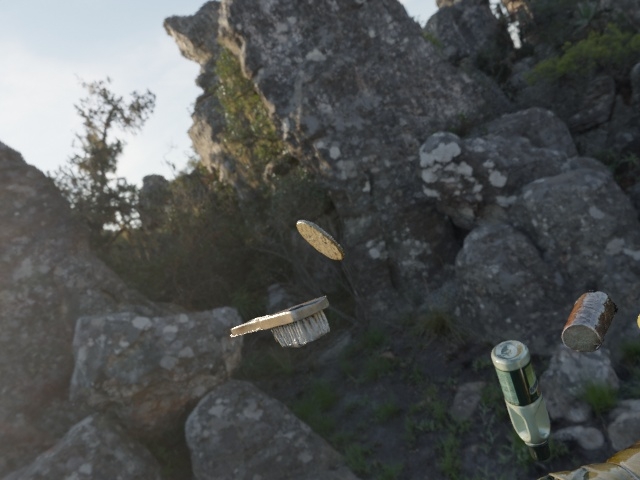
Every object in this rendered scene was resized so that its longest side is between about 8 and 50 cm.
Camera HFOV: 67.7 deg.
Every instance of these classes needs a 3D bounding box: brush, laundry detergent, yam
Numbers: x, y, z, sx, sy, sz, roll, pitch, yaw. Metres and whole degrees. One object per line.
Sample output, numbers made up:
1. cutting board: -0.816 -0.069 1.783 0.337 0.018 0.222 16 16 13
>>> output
1. brush: -0.076 0.152 0.807 0.070 0.065 0.327 -20 -4 -33
2. laundry detergent: 0.390 0.311 0.910 0.070 0.226 0.099 -17 5 12
3. yam: 0.552 0.166 0.979 0.079 0.079 0.141 -20 9 45

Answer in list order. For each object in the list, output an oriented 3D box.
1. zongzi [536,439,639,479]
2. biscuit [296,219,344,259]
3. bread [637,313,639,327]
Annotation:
1. zongzi: 0.389 0.318 0.472 0.300 0.274 0.145 -33 10 1
2. biscuit: 0.000 0.000 0.949 0.015 0.120 0.120 -52 15 -16
3. bread: 0.969 0.232 1.348 0.125 0.156 0.086 -9 36 4
